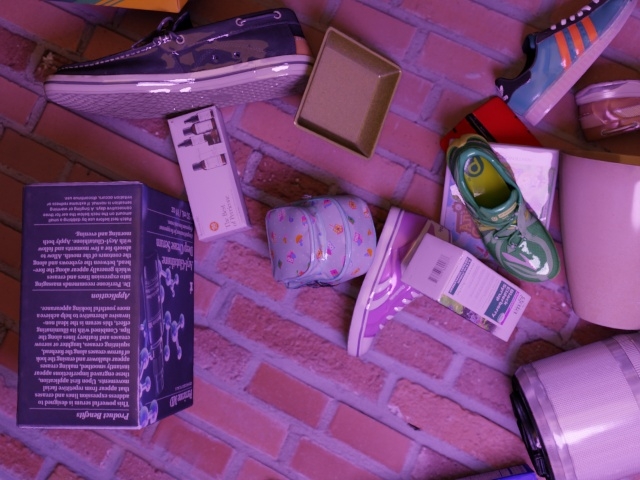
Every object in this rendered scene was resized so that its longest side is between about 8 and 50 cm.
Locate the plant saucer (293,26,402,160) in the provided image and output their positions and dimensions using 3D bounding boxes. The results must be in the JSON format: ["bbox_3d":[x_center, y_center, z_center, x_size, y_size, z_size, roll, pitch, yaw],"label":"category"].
[{"bbox_3d":[0.043,-0.264,1.451,0.188,0.045,0.188,21,88,-35],"label":"plant saucer"}]

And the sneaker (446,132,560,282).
[{"bbox_3d":[0.305,-0.042,1.349,0.109,0.123,0.296,-34,99,16],"label":"sneaker"}]

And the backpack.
[{"bbox_3d":[0.000,0.000,1.392,0.188,0.144,0.166,-11,82,40],"label":"backpack"}]

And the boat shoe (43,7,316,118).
[{"bbox_3d":[-0.259,-0.329,1.467,0.499,0.187,0.156,-9,83,0],"label":"boat shoe"}]

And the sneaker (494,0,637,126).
[{"bbox_3d":[0.438,-0.356,1.415,0.121,0.108,0.302,41,93,4],"label":"sneaker"}]

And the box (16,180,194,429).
[{"bbox_3d":[-0.361,0.112,1.388,0.211,0.293,0.396,0,86,7],"label":"box"}]

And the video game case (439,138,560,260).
[{"bbox_3d":[0.315,-0.068,1.418,0.193,0.023,0.213,7,107,7],"label":"video game case"}]

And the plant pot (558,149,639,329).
[{"bbox_3d":[0.513,0.000,1.332,0.256,0.256,0.274,6,102,7],"label":"plant pot"}]

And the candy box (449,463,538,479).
[{"bbox_3d":[0.247,0.555,1.367,0.316,0.122,0.268,-14,83,7],"label":"candy box"}]

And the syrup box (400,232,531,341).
[{"bbox_3d":[0.251,0.082,1.343,0.096,0.236,0.093,29,89,48],"label":"syrup box"}]

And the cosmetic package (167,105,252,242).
[{"bbox_3d":[-0.210,-0.125,1.503,0.098,0.060,0.239,-17,84,6],"label":"cosmetic package"}]

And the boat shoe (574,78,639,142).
[{"bbox_3d":[0.614,-0.225,1.387,0.324,0.123,0.117,-3,93,13],"label":"boat shoe"}]

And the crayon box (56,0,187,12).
[{"bbox_3d":[-0.340,-0.511,1.479,0.322,0.203,0.083,7,131,8],"label":"crayon box"}]

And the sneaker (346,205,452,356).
[{"bbox_3d":[0.151,0.096,1.415,0.161,0.102,0.282,21,98,3],"label":"sneaker"}]

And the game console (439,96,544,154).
[{"bbox_3d":[0.317,-0.171,1.465,0.144,0.085,0.124,51,124,8],"label":"game console"}]

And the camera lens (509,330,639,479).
[{"bbox_3d":[0.467,0.280,1.309,0.274,0.219,0.220,-19,84,5],"label":"camera lens"}]
